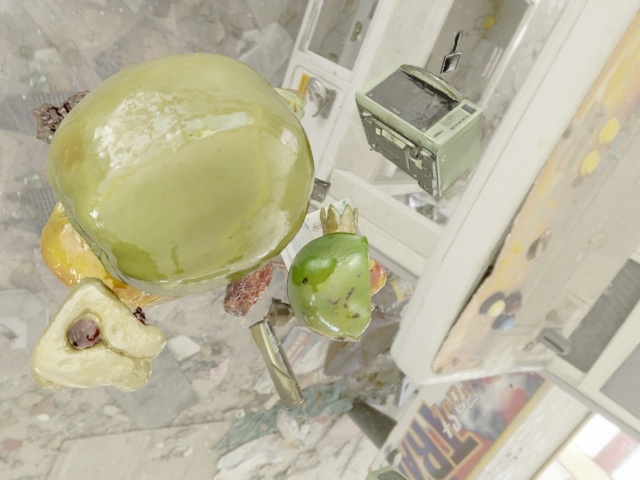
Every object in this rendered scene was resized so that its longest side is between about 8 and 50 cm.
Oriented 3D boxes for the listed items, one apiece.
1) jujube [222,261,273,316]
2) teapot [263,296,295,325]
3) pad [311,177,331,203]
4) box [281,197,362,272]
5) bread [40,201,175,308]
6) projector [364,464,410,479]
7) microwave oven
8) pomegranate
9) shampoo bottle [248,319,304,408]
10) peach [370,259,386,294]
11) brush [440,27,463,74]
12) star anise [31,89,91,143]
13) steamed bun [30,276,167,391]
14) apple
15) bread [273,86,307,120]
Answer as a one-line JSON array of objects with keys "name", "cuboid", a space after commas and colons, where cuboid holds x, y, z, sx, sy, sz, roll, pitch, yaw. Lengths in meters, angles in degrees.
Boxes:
[{"name": "jujube", "cuboid": [-0.339, 0.193, 2.006, 0.216, 0.216, 0.342, 77, 26, -43]}, {"name": "teapot", "cuboid": [-0.128, 0.209, 1.263, 0.080, 0.085, 0.110, 3, 161, -31]}, {"name": "pad", "cuboid": [-0.077, -0.237, 1.834, 0.233, 0.022, 0.174, 21, 155, -5]}, {"name": "box", "cuboid": [0.001, 0.000, 1.493, 0.274, 0.116, 0.203, -24, 95, -27]}, {"name": "bread", "cuboid": [-0.512, 0.038, 1.136, 0.250, 0.361, 0.394, -64, 173, 5]}, {"name": "projector", "cuboid": [0.140, 0.508, 0.851, 0.083, 0.082, 0.083, -2, 96, -32]}, {"name": "microwave oven", "cuboid": [0.343, -0.399, 1.565, 0.247, 0.394, 0.333, -43, 151, -7]}, {"name": "pomegranate", "cuboid": [0.020, 0.081, 1.113, 0.216, 0.359, 0.310, -7, 161, 4]}, {"name": "shampoo bottle", "cuboid": [-0.168, 0.478, 1.688, 0.084, 0.350, 0.125, -25, 178, 16]}, {"name": "peach", "cuboid": [0.196, 0.163, 1.971, 0.190, 0.192, 0.190, -46, 173, -7]}, {"name": "brush", "cuboid": [0.427, -0.599, 1.382, 0.062, 0.016, 0.193, -17, 160, 0]}, {"name": "star anise", "cuboid": [-0.790, -0.387, 1.371, 0.220, 0.125, 0.190, -52, 176, -30]}, {"name": "steamed bun", "cuboid": [-0.324, 0.161, 0.665, 0.155, 0.141, 0.172, 24, 71, -8]}, {"name": "apple", "cuboid": [-0.251, -0.116, 0.826, 0.473, 0.473, 0.474, -20, 132, -23]}, {"name": "bread", "cuboid": [-0.104, -0.455, 1.426, 0.110, 0.103, 0.156, -24, 113, 8]}]
